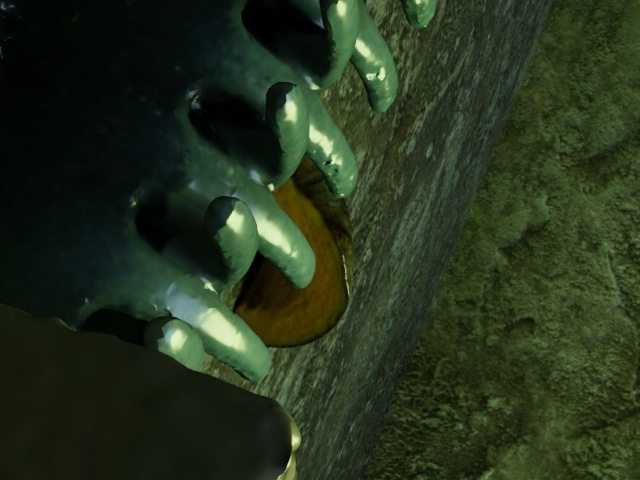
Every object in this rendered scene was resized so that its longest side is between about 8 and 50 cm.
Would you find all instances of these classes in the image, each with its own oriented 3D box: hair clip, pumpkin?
[{"bbox_3d":[-0.101,-0.086,0.646,0.392,0.239,0.318,73,39,-68],"label":"hair clip"},{"bbox_3d":[0.000,0.000,1.339,0.130,0.149,0.253,-35,143,-52],"label":"pumpkin"}]

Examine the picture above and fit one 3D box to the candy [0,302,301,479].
[{"bbox_3d":[-0.183,0.105,0.471,0.135,0.321,0.179,91,20,-61],"label":"candy"}]
